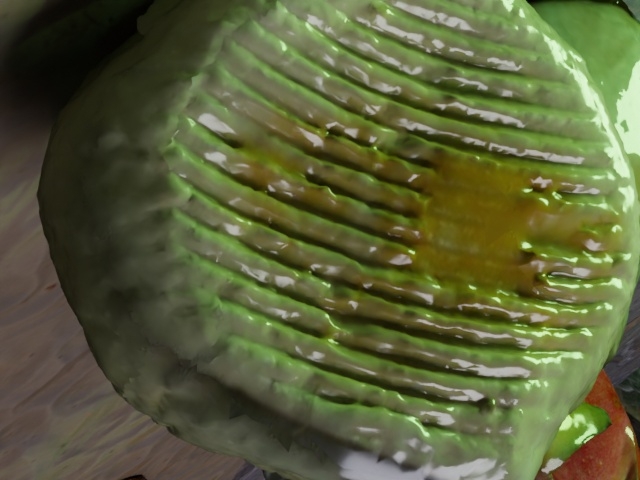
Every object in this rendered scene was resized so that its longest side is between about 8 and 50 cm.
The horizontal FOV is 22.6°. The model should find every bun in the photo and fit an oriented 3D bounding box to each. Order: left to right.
[{"bbox_3d":[0.000,0.000,0.636,0.243,0.244,0.153,-26,-178,-28],"label":"bun"}]

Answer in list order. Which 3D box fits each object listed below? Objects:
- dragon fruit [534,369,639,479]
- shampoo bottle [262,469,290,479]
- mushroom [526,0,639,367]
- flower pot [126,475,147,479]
[{"bbox_3d":[0.138,0.137,1.236,0.189,0.291,0.290,-35,165,-1],"label":"dragon fruit"},{"bbox_3d":[0.085,0.160,1.579,0.284,0.071,0.153,-26,164,-25],"label":"shampoo bottle"},{"bbox_3d":[0.086,-0.005,0.819,0.267,0.164,0.190,-9,150,-23],"label":"mushroom"},{"bbox_3d":[-0.178,0.315,1.312,0.190,0.173,0.190,-34,167,-9],"label":"flower pot"}]
